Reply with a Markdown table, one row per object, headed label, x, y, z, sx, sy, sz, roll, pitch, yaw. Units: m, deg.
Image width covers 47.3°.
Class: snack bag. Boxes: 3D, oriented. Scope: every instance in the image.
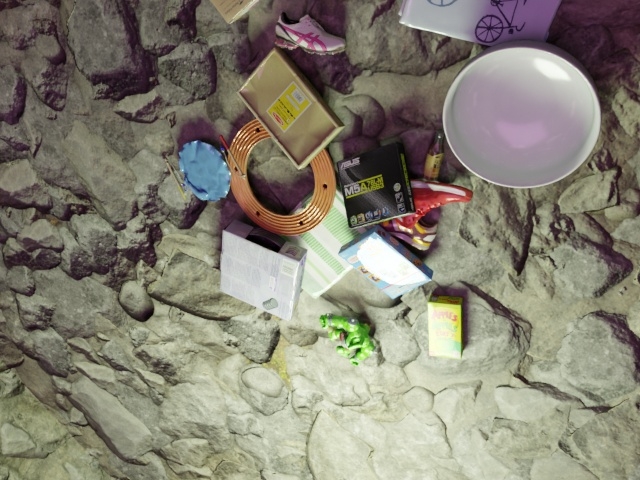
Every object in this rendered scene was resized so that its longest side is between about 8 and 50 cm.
| label | x | y | z | sx | sy | sz | roll | pitch | yaw |
| --- | --- | --- | --- | --- | --- | --- | --- | --- | --- |
| snack bag | 0.374 | -0.577 | 1.554 | 0.342 | 0.037 | 0.323 | 13 | 122 | -6 |

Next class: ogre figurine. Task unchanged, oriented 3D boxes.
| label | x | y | z | sx | sy | sz | roll | pitch | yaw |
| --- | --- | --- | --- | --- | --- | --- | --- | --- | --- |
| ogre figurine | 0.091 | 0.290 | 2.148 | 0.118 | 0.097 | 0.197 | -15 | 100 | 40 |

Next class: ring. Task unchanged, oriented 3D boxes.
| label | x | y | z | sx | sy | sz | roll | pitch | yaw |
| --- | --- | --- | --- | --- | --- | --- | --- | --- | --- |
| ring | -0.105 | -0.175 | 1.982 | 0.336 | 0.032 | 0.337 | 12 | 115 | 26 |

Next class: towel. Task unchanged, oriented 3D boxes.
| label | x | y | z | sx | sy | sz | roll | pitch | yaw |
| --- | --- | --- | --- | --- | --- | --- | --- | --- | --- |
| towel | 0.000 | 0.000 | 2.059 | 0.248 | 0.038 | 0.325 | 44 | 124 | -7 |

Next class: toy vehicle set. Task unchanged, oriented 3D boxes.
| label | x | y | z | sx | sy | sz | roll | pitch | yaw |
| --- | --- | --- | --- | --- | --- | --- | --- | --- | --- |
| toy vehicle set | -0.079 | -0.337 | 1.864 | 0.166 | 0.035 | 0.267 | -41 | 84 | 30 |

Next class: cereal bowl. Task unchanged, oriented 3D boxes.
| label | x | y | z | sx | sy | sz | roll | pitch | yaw |
| --- | --- | --- | --- | --- | --- | --- | --- | --- | --- |
| cereal bowl | 0.454 | -0.295 | 1.647 | 0.338 | 0.141 | 0.339 | 10 | 124 | 15 |

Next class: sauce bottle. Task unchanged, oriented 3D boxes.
| label | x | y | z | sx | sy | sz | roll | pitch | yaw |
| --- | --- | --- | --- | --- | --- | --- | --- | --- | --- |
| sauce bottle | 0.286 | -0.213 | 1.824 | 0.042 | 0.042 | 0.128 | 16 | 124 | 13 |

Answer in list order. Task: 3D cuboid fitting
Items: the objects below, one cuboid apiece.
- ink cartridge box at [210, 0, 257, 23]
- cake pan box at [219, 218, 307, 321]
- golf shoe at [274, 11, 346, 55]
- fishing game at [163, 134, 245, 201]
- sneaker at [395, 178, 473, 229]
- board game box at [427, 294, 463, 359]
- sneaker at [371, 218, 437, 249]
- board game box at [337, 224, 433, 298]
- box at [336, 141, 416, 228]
| label | x | y | z | sx | sy | sz | roll | pitch | yaw |
| --- | --- | --- | --- | --- | --- | --- | --- | --- | --- |
| ink cartridge box | -0.186 | -0.669 | 1.735 | 0.234 | 0.088 | 0.193 | -31 | 104 | 31 |
| cake pan box | -0.172 | 0.086 | 2.126 | 0.245 | 0.070 | 0.267 | 20 | 132 | 12 |
| golf shoe | -0.025 | -0.501 | 1.775 | 0.186 | 0.067 | 0.086 | 15 | 120 | 14 |
| fishing game | -0.323 | -0.198 | 2.071 | 0.264 | 0.041 | 0.189 | -19 | 105 | 40 |
| sneaker | 0.273 | -0.086 | 1.852 | 0.221 | 0.087 | 0.128 | 11 | 96 | 31 |
| board game box | 0.352 | 0.243 | 2.048 | 0.092 | 0.043 | 0.181 | 5 | 119 | 20 |
| sneaker | 0.218 | -0.049 | 1.933 | 0.185 | 0.069 | 0.084 | 23 | 115 | 1 |
| board game box | 0.176 | 0.061 | 1.976 | 0.211 | 0.039 | 0.160 | 38 | 139 | -18 |
| box | 0.140 | -0.137 | 1.862 | 0.190 | 0.045 | 0.184 | -14 | 85 | 37 |
